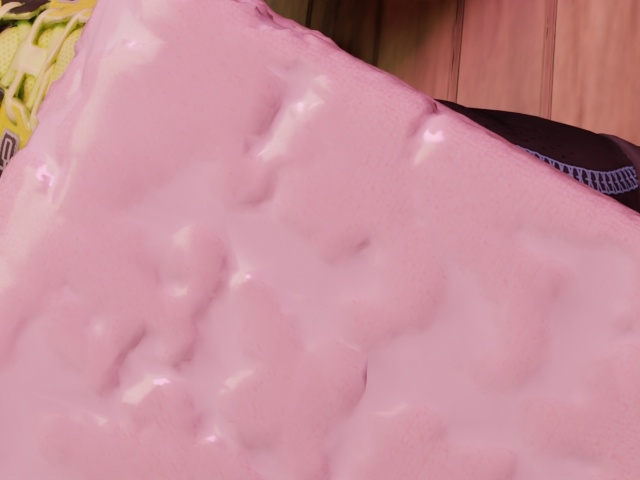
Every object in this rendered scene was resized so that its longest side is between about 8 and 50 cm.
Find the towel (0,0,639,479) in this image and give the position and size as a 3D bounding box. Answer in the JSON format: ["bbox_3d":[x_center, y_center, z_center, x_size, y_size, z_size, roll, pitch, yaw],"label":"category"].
[{"bbox_3d":[0.005,0.129,0.526,0.332,0.317,0.053,-62,-10,8],"label":"towel"}]

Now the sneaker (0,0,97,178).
[{"bbox_3d":[-0.145,-0.073,0.997,0.384,0.147,0.145,7,74,57],"label":"sneaker"}]

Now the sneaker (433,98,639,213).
[{"bbox_3d":[0.000,0.000,0.731,0.341,0.139,0.125,-15,60,54],"label":"sneaker"}]
